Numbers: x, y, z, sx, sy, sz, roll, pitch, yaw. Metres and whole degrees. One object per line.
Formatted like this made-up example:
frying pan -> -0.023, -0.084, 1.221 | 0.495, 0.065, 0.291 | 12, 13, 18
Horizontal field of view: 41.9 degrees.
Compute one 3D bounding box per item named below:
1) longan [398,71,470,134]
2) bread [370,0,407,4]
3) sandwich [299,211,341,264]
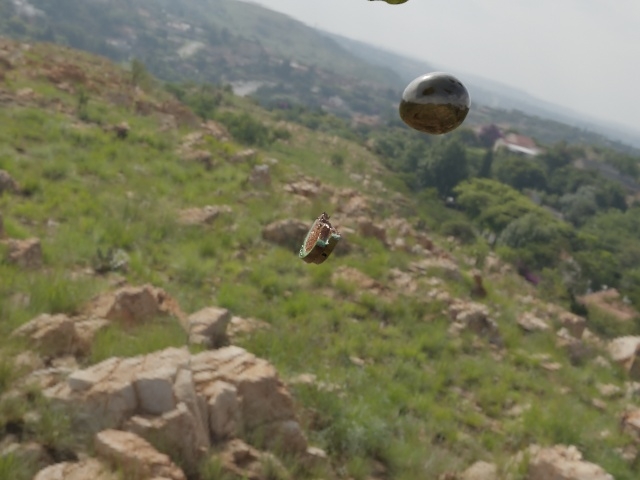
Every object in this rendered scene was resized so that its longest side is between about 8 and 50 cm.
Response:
longan -> 0.168, -0.202, 1.248 | 0.113, 0.092, 0.113 | -17, -2, -1
bread -> 0.085, -0.359, 1.061 | 0.139, 0.130, 0.071 | -4, -11, 29
sandwich -> -0.001, 0.001, 1.147 | 0.029, 0.067, 0.135 | 30, 11, -8
